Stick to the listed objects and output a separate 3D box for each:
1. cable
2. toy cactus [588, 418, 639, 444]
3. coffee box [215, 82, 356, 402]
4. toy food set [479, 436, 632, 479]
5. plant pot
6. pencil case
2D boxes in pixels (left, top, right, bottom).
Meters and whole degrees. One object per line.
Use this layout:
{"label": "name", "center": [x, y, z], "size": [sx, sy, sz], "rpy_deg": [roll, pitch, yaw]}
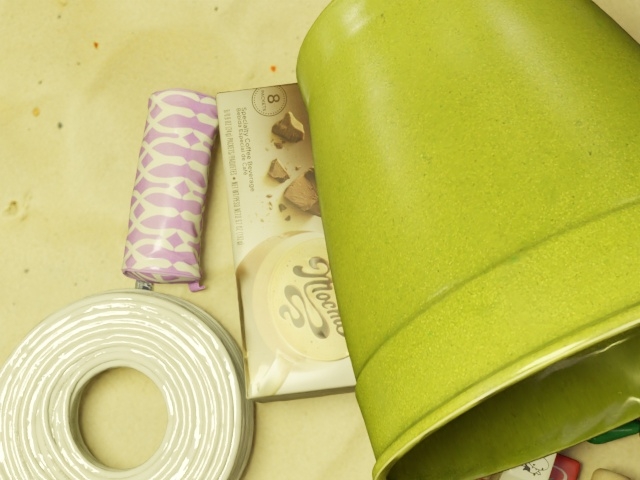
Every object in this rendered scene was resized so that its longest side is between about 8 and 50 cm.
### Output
{"label": "cable", "center": [-0.194, 0.171, 1.041], "size": [0.257, 0.089, 0.257], "rpy_deg": [16, 81, 7]}
{"label": "toy cactus", "center": [0.302, 0.148, 1.021], "size": [0.219, 0.112, 0.180], "rpy_deg": [-35, 98, -5]}
{"label": "coffee box", "center": [0.000, 0.000, 1.045], "size": [0.168, 0.119, 0.297], "rpy_deg": [-7, 79, 2]}
{"label": "toy food set", "center": [0.201, 0.245, 0.990], "size": [0.232, 0.111, 0.104], "rpy_deg": [19, 81, 7]}
{"label": "plant pot", "center": [0.149, -0.038, 0.841], "size": [0.366, 0.366, 0.353], "rpy_deg": [-22, 68, 0]}
{"label": "pencil case", "center": [-0.145, -0.051, 1.085], "size": [0.088, 0.086, 0.206], "rpy_deg": [12, 81, -29]}
